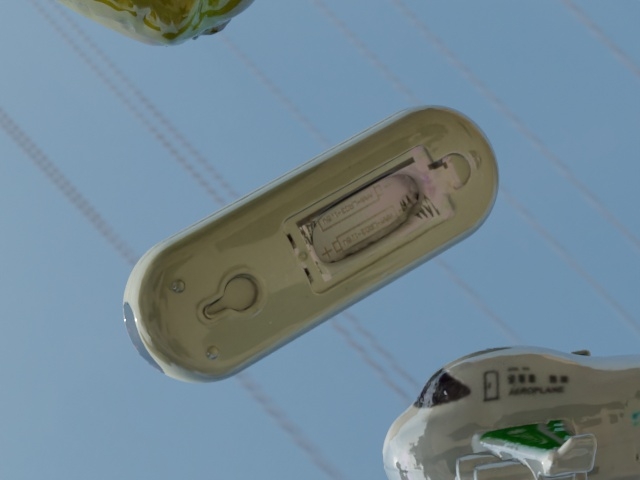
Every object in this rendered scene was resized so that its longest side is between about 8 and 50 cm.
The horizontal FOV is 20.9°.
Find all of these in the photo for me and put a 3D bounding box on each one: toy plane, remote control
[{"bbox_3d":[0.112,0.080,0.779,0.174,0.174,0.080,-18,-83,-18],"label":"toy plane"},{"bbox_3d":[0.000,0.000,0.902,0.221,0.042,0.078,-30,-78,-19],"label":"remote control"}]

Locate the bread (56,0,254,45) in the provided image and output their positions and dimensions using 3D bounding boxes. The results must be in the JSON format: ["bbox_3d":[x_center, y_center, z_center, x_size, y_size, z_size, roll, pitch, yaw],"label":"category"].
[{"bbox_3d":[-0.191,-0.230,0.865,0.384,0.112,0.166,27,-154,-4],"label":"bread"}]
